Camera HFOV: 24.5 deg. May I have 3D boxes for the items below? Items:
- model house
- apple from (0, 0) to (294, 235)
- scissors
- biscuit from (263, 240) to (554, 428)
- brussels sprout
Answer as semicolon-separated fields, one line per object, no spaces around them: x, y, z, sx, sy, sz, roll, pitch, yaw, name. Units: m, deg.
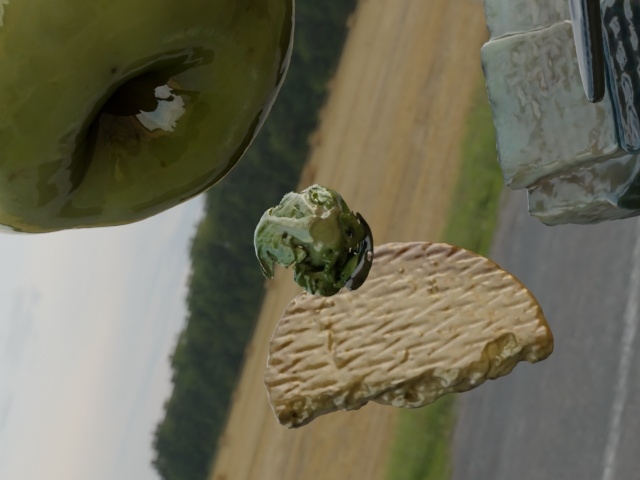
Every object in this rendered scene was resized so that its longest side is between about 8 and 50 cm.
0.306;-0.181;1.270;0.284;0.243;0.298;-16;80;43;model house
-0.146;-0.131;0.793;0.262;0.262;0.262;-164;90;-88;apple
0.137;-0.183;0.799;0.088;0.017;0.220;-146;46;-73;scissors
0.058;0.068;1.166;0.033;0.224;0.144;79;173;-54;biscuit
0.000;0.000;1.019;0.058;0.085;0.085;-26;46;67;brussels sprout
